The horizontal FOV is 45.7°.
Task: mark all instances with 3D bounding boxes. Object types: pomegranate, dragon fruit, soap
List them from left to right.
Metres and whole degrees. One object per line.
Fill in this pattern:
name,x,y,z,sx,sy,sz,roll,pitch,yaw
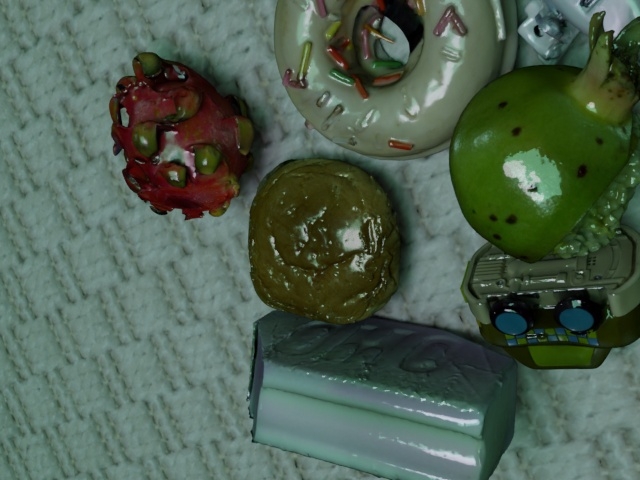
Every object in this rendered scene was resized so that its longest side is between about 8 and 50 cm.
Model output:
dragon fruit,-0.246,-0.176,1.257,0.307,0.243,0.227,21,152,17
soap,0.073,0.231,1.190,0.446,0.261,0.156,7,108,28
pomegranate,0.297,-0.124,0.953,0.260,0.260,0.341,33,133,16

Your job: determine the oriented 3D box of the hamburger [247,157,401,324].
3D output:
hamburger,-0.001,0.002,1.237,0.284,0.134,0.266,5,109,24

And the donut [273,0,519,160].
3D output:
donut,0.096,-0.295,1.093,0.382,0.142,0.383,8,109,24

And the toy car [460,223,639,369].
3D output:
toy car,0.344,0.094,1.075,0.247,0.204,0.198,-8,125,30

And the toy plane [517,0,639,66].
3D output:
toy plane,0.367,-0.310,0.964,0.244,0.117,0.245,16,118,33
